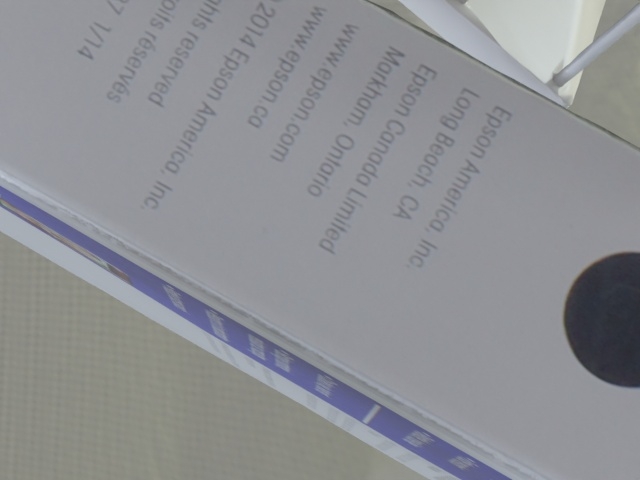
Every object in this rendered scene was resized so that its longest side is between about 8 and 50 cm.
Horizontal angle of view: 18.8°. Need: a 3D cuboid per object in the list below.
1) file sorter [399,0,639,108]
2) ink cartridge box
[{"bbox_3d":[0.080,-0.239,0.927,0.278,0.193,0.173,39,-48,-13],"label":"file sorter"},{"bbox_3d":[0.000,0.000,0.384,0.333,0.165,0.065,31,-97,3],"label":"ink cartridge box"}]
